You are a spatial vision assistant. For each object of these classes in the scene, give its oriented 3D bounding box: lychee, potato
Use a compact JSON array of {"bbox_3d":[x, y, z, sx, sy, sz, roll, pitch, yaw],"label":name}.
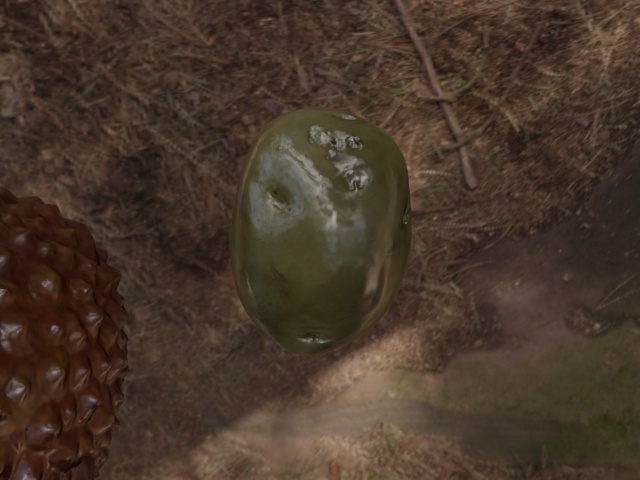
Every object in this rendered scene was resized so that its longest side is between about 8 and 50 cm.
[{"bbox_3d":[-0.255,0.090,0.543,0.276,0.304,0.275,28,146,22],"label":"lychee"},{"bbox_3d":[0.000,0.000,1.121,0.221,0.243,0.326,11,126,3],"label":"potato"}]
